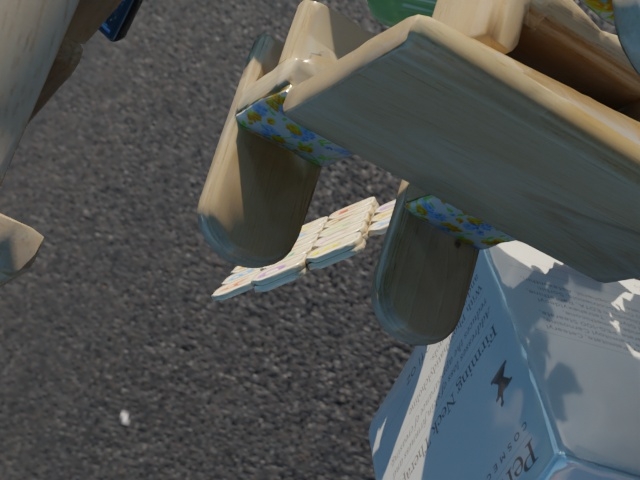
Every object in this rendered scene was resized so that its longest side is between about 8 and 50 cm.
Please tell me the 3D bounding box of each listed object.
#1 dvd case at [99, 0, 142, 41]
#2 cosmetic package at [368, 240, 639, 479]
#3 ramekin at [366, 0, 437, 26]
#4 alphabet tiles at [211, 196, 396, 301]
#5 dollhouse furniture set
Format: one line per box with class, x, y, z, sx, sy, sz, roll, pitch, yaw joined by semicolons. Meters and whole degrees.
dvd case;-0.193;-0.325;0.910;0.180;0.022;0.253;43;127;7
cosmetic package;0.276;0.253;1.119;0.393;0.328;0.329;-96;27;-60
ramekin;0.172;-0.334;0.998;0.148;0.303;0.303;22;86;19
alphabet tiles;0.000;0.000;1.310;0.278;0.284;0.021;-23;99;12
dollhouse furniture set;0.017;-0.038;0.467;0.362;0.394;0.256;-18;50;60
